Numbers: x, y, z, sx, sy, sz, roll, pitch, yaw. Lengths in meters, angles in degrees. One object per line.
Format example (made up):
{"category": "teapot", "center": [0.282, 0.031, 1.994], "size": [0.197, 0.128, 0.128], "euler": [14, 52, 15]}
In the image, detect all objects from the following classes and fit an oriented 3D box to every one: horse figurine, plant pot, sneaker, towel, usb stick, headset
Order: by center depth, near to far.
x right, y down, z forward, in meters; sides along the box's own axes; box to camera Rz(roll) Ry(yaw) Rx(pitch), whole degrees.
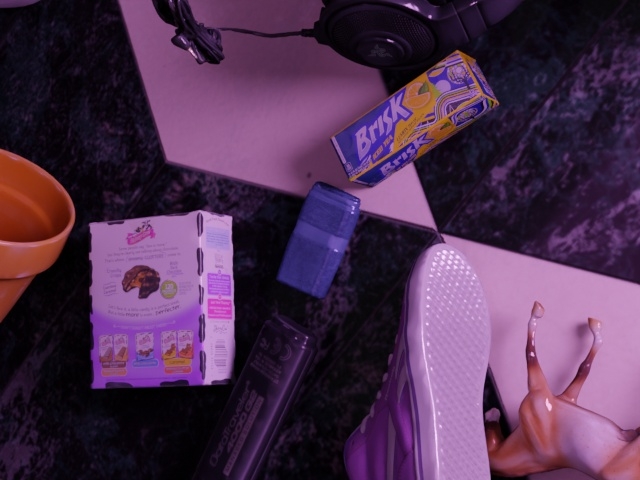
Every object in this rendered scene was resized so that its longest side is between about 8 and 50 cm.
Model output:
{"category": "horse figurine", "center": [0.267, 0.167, 1.046], "size": [0.263, 0.066, 0.175], "euler": [16, 87, 32]}
{"category": "sneaker", "center": [0.082, 0.148, 1.136], "size": [0.161, 0.102, 0.282], "euler": [-19, 61, 49]}
{"category": "headset", "center": [0.034, -0.286, 1.137], "size": [0.394, 0.185, 0.243], "euler": [-26, 58, 10]}
{"category": "towel", "center": [0.000, 0.000, 1.236], "size": [0.067, 0.029, 0.120], "euler": [26, 97, 29]}
{"category": "usb stick", "center": [-0.084, 0.217, 1.253], "size": [0.077, 0.045, 0.278], "euler": [31, 101, 37]}
{"category": "plant pot", "center": [-0.431, 0.013, 1.397], "size": [0.205, 0.205, 0.188], "euler": [44, 121, 26]}

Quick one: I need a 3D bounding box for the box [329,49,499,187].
{"category": "box", "center": [0.096, -0.124, 1.179], "size": [0.169, 0.054, 0.059], "euler": [-33, 70, 24]}

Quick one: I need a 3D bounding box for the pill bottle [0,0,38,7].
{"category": "pill bottle", "center": [-0.416, -0.469, 1.437], "size": [0.176, 0.176, 0.319], "euler": [-6, 82, 29]}

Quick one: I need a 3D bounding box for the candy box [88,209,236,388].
{"category": "candy box", "center": [-0.184, 0.071, 1.310], "size": [0.164, 0.070, 0.196], "euler": [-5, 83, 29]}
